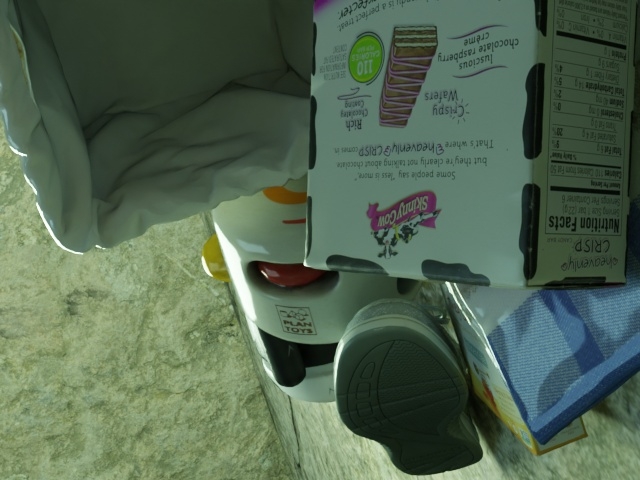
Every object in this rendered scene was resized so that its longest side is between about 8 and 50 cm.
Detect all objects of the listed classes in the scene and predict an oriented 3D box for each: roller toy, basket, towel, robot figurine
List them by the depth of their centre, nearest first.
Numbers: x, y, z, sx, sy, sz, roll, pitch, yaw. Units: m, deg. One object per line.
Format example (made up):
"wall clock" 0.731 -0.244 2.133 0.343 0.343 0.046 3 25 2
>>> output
"towel" 0.110 -0.067 0.513 0.209 0.034 0.285 -53 49 39
"basket" -0.139 -0.216 0.904 0.266 0.331 0.328 -131 23 -65
"roller toy" 0.000 0.000 0.968 0.191 0.209 0.146 46 156 49
"robot figurine" -0.012 0.055 1.178 0.173 0.209 0.278 23 134 57

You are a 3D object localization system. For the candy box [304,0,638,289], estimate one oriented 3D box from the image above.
"candy box" 0.067 -0.097 0.482 0.159 0.071 0.233 5 92 54

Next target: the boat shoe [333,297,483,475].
"boat shoe" 0.085 0.131 0.950 0.320 0.118 0.103 55 -158 -55

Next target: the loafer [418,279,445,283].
"loafer" 0.145 -0.002 0.572 0.268 0.092 0.102 20 105 55

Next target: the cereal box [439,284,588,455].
"cereal box" 0.124 0.026 0.779 0.173 0.047 0.240 -131 21 -81
